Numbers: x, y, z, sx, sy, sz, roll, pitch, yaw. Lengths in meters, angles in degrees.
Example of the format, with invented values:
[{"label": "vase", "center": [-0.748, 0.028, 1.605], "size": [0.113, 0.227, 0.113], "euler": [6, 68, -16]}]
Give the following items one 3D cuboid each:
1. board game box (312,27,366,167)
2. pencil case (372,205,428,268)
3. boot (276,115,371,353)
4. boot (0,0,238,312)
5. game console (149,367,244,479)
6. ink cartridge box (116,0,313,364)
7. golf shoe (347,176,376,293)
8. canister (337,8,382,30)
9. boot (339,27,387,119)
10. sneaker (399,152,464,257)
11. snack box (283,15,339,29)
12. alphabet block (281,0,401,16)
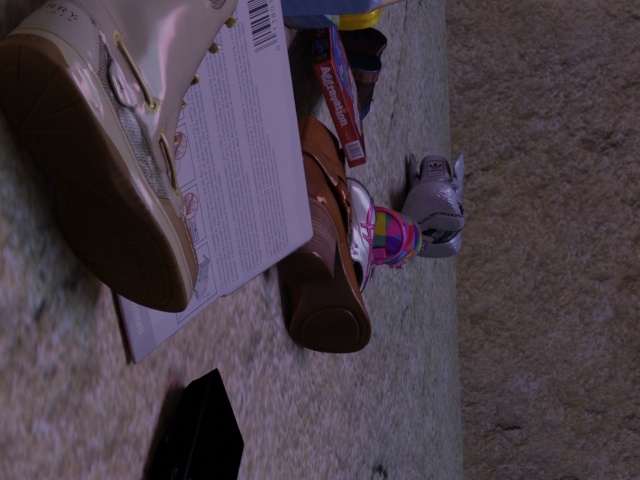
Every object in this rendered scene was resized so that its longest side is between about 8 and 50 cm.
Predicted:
[{"label": "board game box", "center": [0.024, -0.216, 1.577], "size": [0.281, 0.027, 0.145], "euler": [-92, 164, -63]}, {"label": "pencil case", "center": [0.116, -0.003, 1.994], "size": [0.236, 0.104, 0.104], "euler": [13, 75, -76]}, {"label": "boot", "center": [0.000, 0.000, 1.496], "size": [0.283, 0.109, 0.220], "euler": [61, 25, -50]}, {"label": "boot", "center": [-0.120, -0.094, 0.849], "size": [0.203, 0.095, 0.262], "euler": [-64, 146, -37]}, {"label": "game console", "center": [-0.094, 0.306, 1.106], "size": [0.213, 0.044, 0.361], "euler": [-79, 163, -44]}, {"label": "ink cartridge box", "center": [-0.120, -0.086, 0.998], "size": [0.261, 0.066, 0.296], "euler": [-35, 127, -45]}, {"label": "golf shoe", "center": [0.048, -0.001, 1.745], "size": [0.086, 0.068, 0.186], "euler": [-63, 149, -63]}, {"label": "canister", "center": [0.047, -0.425, 1.795], "size": [0.126, 0.073, 0.170], "euler": [-76, 158, -53]}, {"label": "boot", "center": [0.055, -0.268, 1.864], "size": [0.219, 0.082, 0.106], "euler": [-78, -176, -60]}, {"label": "sneaker", "center": [0.236, -0.106, 2.488], "size": [0.366, 0.137, 0.210], "euler": [68, 22, -71]}, {"label": "snack box", "center": [-0.025, -0.377, 1.457], "size": [0.174, 0.070, 0.207], "euler": [-7, 96, -79]}, {"label": "alphabet block", "center": [0.013, -0.341, 1.220], "size": [0.197, 0.193, 0.192], "euler": [-30, 121, -53]}]
